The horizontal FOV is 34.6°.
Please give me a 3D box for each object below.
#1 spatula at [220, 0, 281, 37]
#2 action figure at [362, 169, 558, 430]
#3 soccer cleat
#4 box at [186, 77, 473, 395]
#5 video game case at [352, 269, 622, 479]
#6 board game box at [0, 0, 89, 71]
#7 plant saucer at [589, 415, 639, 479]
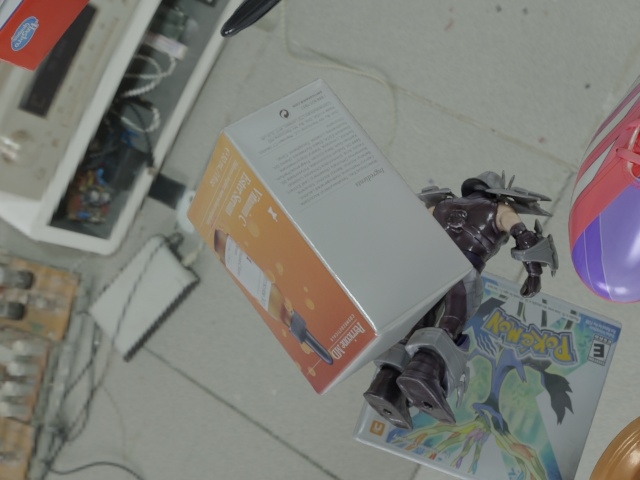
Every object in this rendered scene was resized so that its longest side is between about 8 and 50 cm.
[{"bbox_3d":[0.034,-0.253,0.844,0.296,0.084,0.030,-30,103,17],"label":"spatula"},{"bbox_3d":[0.133,0.043,1.024,0.185,0.099,0.285,-7,50,50],"label":"action figure"},{"bbox_3d":[0.204,-0.083,0.544,0.083,0.095,0.248,30,79,22],"label":"soccer cleat"},{"bbox_3d":[0.000,0.000,0.720,0.170,0.091,0.130,52,150,11],"label":"box"},{"bbox_3d":[0.249,0.205,1.517,0.329,0.036,0.300,21,81,-4],"label":"video game case"},{"bbox_3d":[-0.243,-0.350,0.923,0.316,0.064,0.242,-47,65,14],"label":"board game box"},{"bbox_3d":[0.389,0.278,1.158,0.200,0.200,0.037,-58,31,7],"label":"plant saucer"}]
